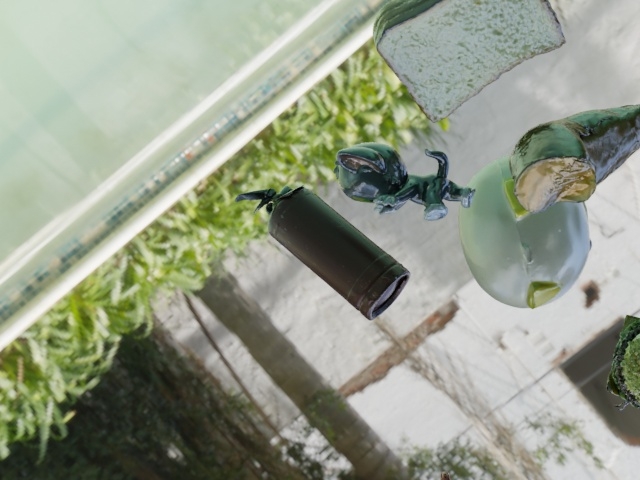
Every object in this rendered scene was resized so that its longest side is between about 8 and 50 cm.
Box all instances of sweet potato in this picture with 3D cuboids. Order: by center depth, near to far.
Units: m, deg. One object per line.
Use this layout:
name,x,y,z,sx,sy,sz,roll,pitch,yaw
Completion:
sweet potato,0.281,-0.091,0.845,0.286,0.085,0.112,-19,-166,-41

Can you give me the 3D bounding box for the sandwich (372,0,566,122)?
sandwich,0.191,-0.273,1.065,0.215,0.186,0.065,-33,-141,19

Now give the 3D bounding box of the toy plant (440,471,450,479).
toy plant,0.201,0.512,1.367,0.240,0.088,0.154,93,0,-47

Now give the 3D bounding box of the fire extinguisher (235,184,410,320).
fire extinguisher,0.000,0.000,1.198,0.105,0.269,0.104,-43,160,-19

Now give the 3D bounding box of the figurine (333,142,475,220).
figurine,0.147,-0.109,1.478,0.265,0.140,0.193,0,-170,12

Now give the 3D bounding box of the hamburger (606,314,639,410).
hamburger,0.817,0.308,1.947,0.138,0.243,0.261,-99,-157,-88

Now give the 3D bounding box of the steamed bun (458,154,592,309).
steamed bun,0.489,-0.021,1.960,0.334,0.373,0.334,-18,-165,5
